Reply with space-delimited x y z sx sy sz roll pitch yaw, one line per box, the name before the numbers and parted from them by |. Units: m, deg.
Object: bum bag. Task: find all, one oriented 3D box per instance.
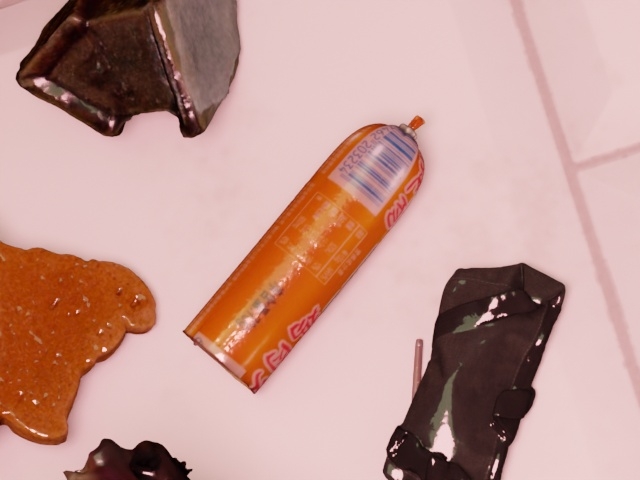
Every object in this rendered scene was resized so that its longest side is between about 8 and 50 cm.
bum bag | 0.107 0.102 1.372 0.087 0.049 0.198 17 76 13

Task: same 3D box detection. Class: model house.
model house | -0.148 -0.158 1.504 0.152 0.106 0.165 -6 34 23

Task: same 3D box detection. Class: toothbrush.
toothbrush | 0.068 0.117 1.398 0.006 0.008 0.097 4 72 0

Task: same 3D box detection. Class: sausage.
sausage | 0.000 0.000 1.420 0.071 0.071 0.234 38 84 21

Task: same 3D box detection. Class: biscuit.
biscuit | -0.258 0.074 1.432 0.280 0.043 0.183 -13 67 -12

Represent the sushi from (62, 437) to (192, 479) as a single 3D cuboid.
sushi | -0.084 0.307 1.228 0.294 0.281 0.299 29 66 20
